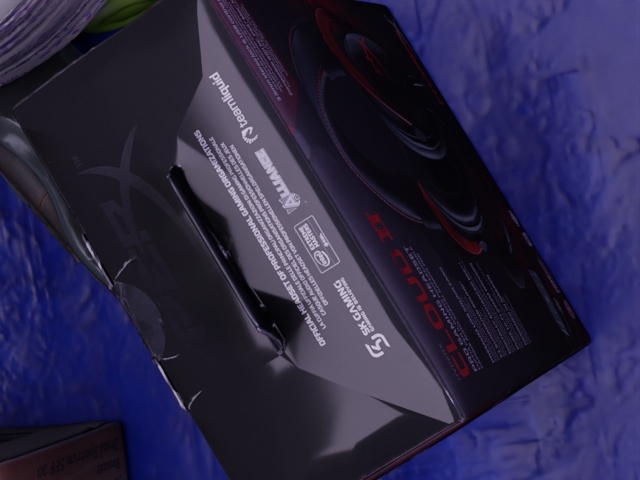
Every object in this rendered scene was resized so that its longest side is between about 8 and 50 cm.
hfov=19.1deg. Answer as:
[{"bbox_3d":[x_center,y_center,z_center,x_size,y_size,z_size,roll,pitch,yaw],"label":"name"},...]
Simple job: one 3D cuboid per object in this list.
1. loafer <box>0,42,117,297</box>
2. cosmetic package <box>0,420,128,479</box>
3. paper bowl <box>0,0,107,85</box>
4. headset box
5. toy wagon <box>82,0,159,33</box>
[{"bbox_3d":[-0.128,-0.044,1.051,0.267,0.084,0.096,44,75,7],"label":"loafer"},{"bbox_3d":[-0.177,0.258,1.041,0.129,0.153,0.296,-5,93,20],"label":"cosmetic package"},{"bbox_3d":[-0.229,-0.214,0.945,0.284,0.148,0.284,0,89,17],"label":"paper bowl"},{"bbox_3d":[0.000,0.000,0.885,0.110,0.293,0.218,-33,82,18],"label":"headset box"},{"bbox_3d":[-0.071,-0.283,1.009,0.344,0.068,0.267,-25,86,18],"label":"toy wagon"}]
